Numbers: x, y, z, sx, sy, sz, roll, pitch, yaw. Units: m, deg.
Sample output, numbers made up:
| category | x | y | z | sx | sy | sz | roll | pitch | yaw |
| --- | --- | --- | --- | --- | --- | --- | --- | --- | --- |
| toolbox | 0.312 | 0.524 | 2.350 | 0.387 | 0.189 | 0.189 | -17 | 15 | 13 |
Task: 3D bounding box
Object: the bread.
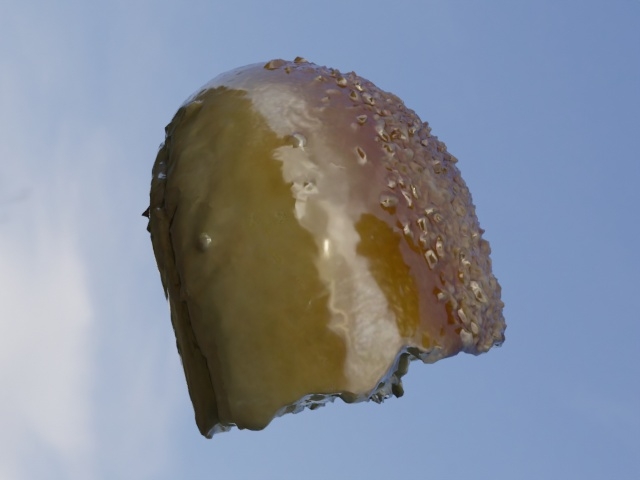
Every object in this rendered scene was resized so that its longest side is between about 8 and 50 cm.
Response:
| category | x | y | z | sx | sy | sz | roll | pitch | yaw |
| --- | --- | --- | --- | --- | --- | --- | --- | --- | --- |
| bread | -0.001 | -0.004 | 1.051 | 0.314 | 0.171 | 0.192 | 39 | 34 | -83 |
